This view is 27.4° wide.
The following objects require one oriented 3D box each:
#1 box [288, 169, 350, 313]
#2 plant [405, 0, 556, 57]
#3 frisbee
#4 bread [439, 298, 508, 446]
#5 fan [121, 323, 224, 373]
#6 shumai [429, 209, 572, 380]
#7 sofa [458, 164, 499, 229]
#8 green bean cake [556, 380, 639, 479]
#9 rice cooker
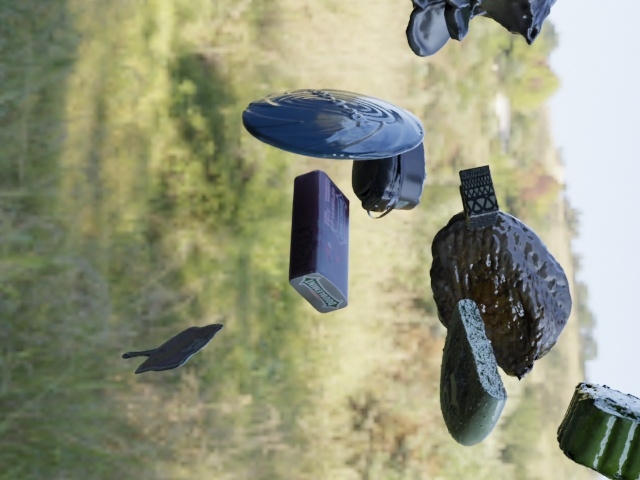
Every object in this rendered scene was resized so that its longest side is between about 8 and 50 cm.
[{"bbox_3d":[0.000,0.000,2.234,0.120,0.069,0.224,48,33,-42],"label":"box"},{"bbox_3d":[0.223,-0.363,1.742,0.276,0.188,0.199,-42,149,-32],"label":"plant"},{"bbox_3d":[0.021,-0.198,2.058,0.289,0.289,0.049,-87,-178,-65],"label":"frisbee"},{"bbox_3d":[0.152,0.156,1.420,0.193,0.036,0.112,-97,-159,-60],"label":"bread"},{"bbox_3d":[-0.241,0.169,2.017,0.132,0.220,0.009,-40,109,-40],"label":"fan"},{"bbox_3d":[0.258,0.058,1.830,0.184,0.218,0.185,-53,168,22],"label":"shumai"},{"bbox_3d":[0.187,-0.050,1.557,0.118,0.039,0.060,51,30,-81],"label":"sofa"},{"bbox_3d":[0.470,0.298,1.983,0.200,0.214,0.113,-35,144,-80],"label":"green bean cake"},{"bbox_3d":[0.127,-0.140,2.442,0.142,0.118,0.203,145,-50,-58],"label":"rice cooker"}]
